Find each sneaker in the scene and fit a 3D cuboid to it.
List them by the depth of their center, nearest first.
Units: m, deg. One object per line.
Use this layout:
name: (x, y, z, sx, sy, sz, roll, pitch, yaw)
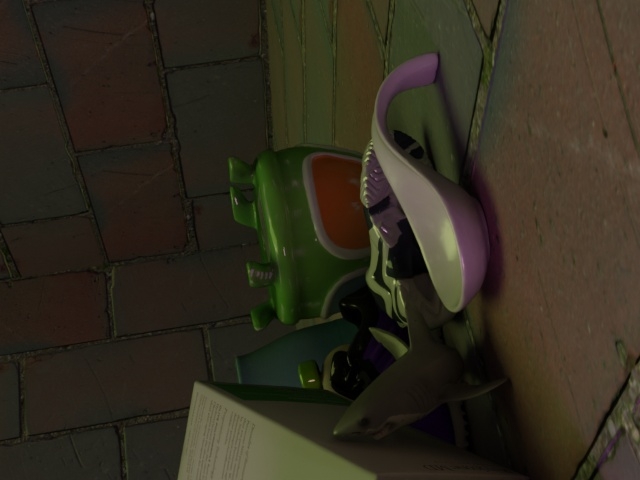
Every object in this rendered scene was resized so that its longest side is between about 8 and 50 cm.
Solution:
sneaker: (0.089, -0.002, 1.223, 0.153, 0.094, 0.235, 134, 117, -72)
sneaker: (0.087, 0.184, 1.266, 0.102, 0.146, 0.293, 91, 169, -59)

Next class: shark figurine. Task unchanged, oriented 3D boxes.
shark figurine: (0.103, 0.117, 1.084, 0.278, 0.166, 0.116, -19, -94, -78)

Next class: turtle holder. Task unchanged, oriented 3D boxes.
turtle holder: (0.003, 0.009, 1.420, 0.320, 0.227, 0.243, 86, 171, -45)

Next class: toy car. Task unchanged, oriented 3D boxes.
toy car: (0.066, 0.265, 1.644, 0.188, 0.155, 0.149, 69, -173, -54)

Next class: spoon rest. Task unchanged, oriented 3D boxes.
spoon rest: (0.106, -0.059, 1.044, 0.137, 0.084, 0.276, 94, 167, -65)

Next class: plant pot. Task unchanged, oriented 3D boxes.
plant pot: (-0.030, 0.293, 2.007, 0.271, 0.255, 0.272, 172, 90, -84)

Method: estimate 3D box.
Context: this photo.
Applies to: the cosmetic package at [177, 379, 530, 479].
cosmetic package: (0.016, 0.263, 1.075, 0.365, 0.197, 0.155, 10, 90, 56)
